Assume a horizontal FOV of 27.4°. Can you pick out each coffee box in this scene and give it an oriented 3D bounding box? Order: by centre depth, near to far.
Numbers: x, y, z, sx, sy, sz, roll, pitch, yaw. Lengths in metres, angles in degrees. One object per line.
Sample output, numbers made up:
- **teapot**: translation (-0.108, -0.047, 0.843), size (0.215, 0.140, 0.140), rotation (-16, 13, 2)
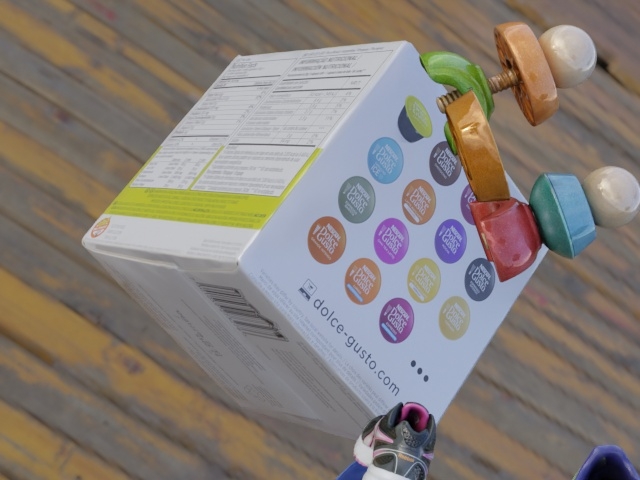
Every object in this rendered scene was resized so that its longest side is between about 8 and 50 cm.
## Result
- **coffee box**: translation (0.000, 0.000, 1.563), size (0.338, 0.338, 0.334), rotation (50, 64, -29)

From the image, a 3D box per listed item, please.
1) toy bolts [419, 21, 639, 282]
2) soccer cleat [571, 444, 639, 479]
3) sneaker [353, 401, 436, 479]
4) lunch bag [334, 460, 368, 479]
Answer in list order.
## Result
- **toy bolts**: translation (0.208, -0.079, 1.205), size (0.218, 0.158, 0.229), rotation (-100, 170, -69)
- **soccer cleat**: translation (0.280, 0.299, 1.248), size (0.093, 0.121, 0.289), rotation (4, 22, 2)
- **sneaker**: translation (0.077, 0.180, 1.180), size (0.072, 0.077, 0.178), rotation (20, 6, -6)
- **lunch bag**: translation (0.037, 0.304, 1.523), size (0.067, 0.065, 0.098), rotation (44, 52, 6)
